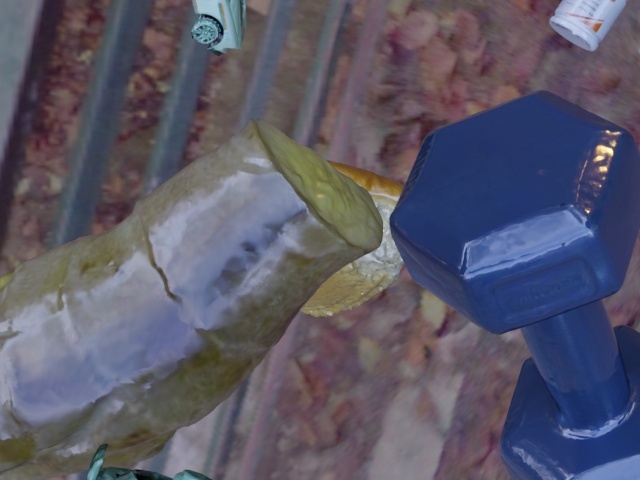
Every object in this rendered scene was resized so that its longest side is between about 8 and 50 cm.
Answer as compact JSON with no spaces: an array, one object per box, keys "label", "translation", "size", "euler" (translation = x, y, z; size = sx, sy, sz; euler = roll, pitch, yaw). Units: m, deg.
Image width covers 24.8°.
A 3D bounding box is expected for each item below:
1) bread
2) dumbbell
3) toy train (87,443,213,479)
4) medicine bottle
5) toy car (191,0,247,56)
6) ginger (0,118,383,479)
[{"label":"bread","translation":[0.000,0.000,1.495],"size":[0.174,0.245,0.121],"euler":[8,69,-16]},{"label":"dumbbell","translation":[0.163,0.059,0.964],"size":[0.144,0.325,0.160],"euler":[4,51,30]},{"label":"toy train","translation":[-0.007,0.139,0.379],"size":[0.157,0.253,0.105],"euler":[24,89,-7]},{"label":"medicine bottle","translation":[0.274,-0.239,1.452],"size":[0.057,0.057,0.089],"euler":[34,93,10]},{"label":"toy car","translation":[-0.096,-0.252,1.279],"size":[0.058,0.093,0.186],"euler":[-6,126,11]},{"label":"ginger","translation":[-0.093,0.042,0.757],"size":[0.263,0.109,0.116],"euler":[-34,55,10]}]
